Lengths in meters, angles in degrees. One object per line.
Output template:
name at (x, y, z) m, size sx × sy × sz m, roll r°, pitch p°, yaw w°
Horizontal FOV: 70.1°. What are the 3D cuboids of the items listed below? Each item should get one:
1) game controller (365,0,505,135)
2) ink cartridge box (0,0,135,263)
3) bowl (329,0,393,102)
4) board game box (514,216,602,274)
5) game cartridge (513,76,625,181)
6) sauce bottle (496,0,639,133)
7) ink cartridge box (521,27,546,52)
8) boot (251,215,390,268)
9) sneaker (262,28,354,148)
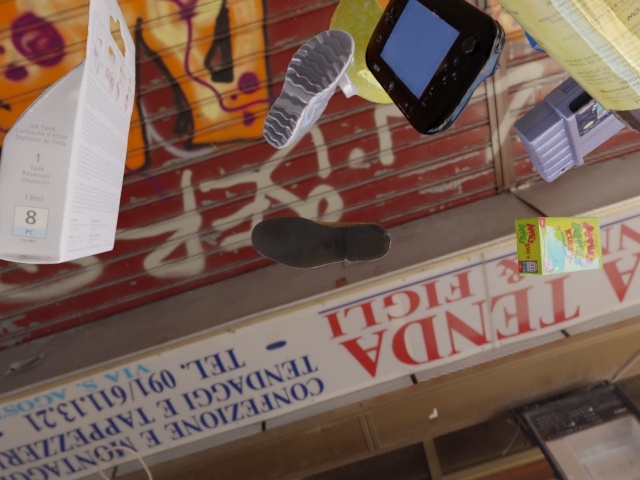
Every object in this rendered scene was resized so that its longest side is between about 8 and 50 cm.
game controller at (0.152, -0.290, 0.690) m, size 0.166 × 0.067 × 0.319 m, roll -51°, pitch -145°, yaw 27°
ink cartridge box at (-0.364, -0.168, 0.687) m, size 0.091 × 0.385 × 0.308 m, roll 6°, pitch 180°, yaw -13°
bowl at (0.099, -0.437, 1.098) m, size 0.156 × 0.289 × 0.289 m, roll -31°, pitch -155°, yaw 11°
board game box at (0.408, 0.007, 0.775) m, size 0.181 × 0.092 × 0.043 m, roll -2°, pitch 177°, yaw -32°
game cartridge at (0.486, -0.245, 0.712) m, size 0.355 × 0.068 × 0.230 m, roll -40°, pitch 156°, yaw 21°
sauce bottle at (0.261, -0.156, 0.362) m, size 0.111 × 0.344 × 0.111 m, roll -44°, pitch -151°, yaw 31°
ink cartridge box at (0.408, -0.401, 0.764) m, size 0.148 × 0.086 × 0.203 m, roll 4°, pitch -123°, yaw -15°
boot at (0.000, 0.000, 1.031) m, size 0.305 × 0.112 × 0.115 m, roll 2°, pitch -172°, yaw 3°
sneaker at (-0.023, -0.331, 0.994) m, size 0.281 × 0.105 × 0.115 m, roll -47°, pitch 175°, yaw 29°
